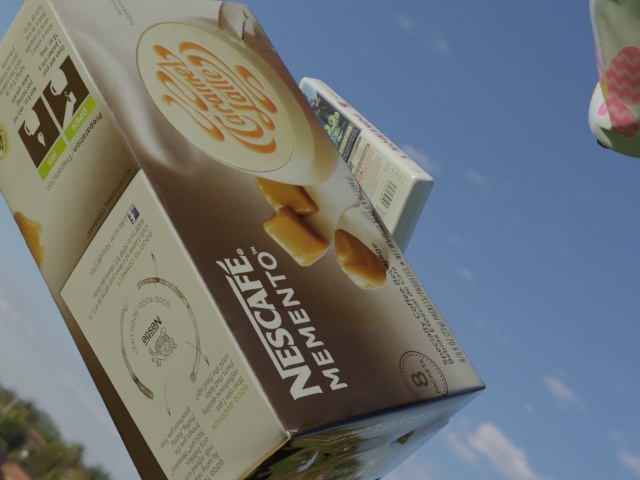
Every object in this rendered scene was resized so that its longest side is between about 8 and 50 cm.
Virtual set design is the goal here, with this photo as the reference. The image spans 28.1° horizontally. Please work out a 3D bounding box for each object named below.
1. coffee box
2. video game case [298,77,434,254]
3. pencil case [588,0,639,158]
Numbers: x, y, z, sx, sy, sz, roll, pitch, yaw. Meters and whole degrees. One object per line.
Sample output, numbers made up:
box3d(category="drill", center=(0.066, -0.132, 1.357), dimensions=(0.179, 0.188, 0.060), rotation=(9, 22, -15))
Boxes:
box3d(category="coffee box", center=(-0.051, 0.003, 0.614), dimensions=(0.098, 0.141, 0.246), rotation=(-47, -117, 35))
box3d(category="video game case", center=(0.000, 0.000, 0.992), dimensions=(0.023, 0.201, 0.183), rotation=(6, 26, -33))
box3d(category="pencil case", center=(0.198, -0.178, 0.703), dimensions=(0.124, 0.113, 0.273), rotation=(-87, 168, -53))
